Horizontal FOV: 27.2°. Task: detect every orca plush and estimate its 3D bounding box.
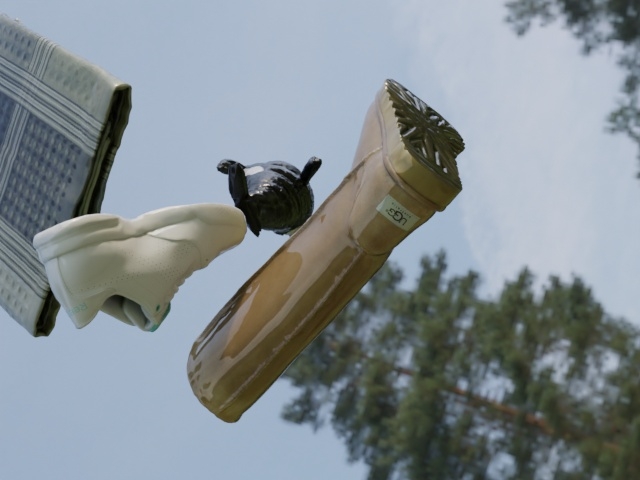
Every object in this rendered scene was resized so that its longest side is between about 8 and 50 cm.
[{"bbox_3d":[-0.051,-0.079,1.631,0.102,0.151,0.287,-46,-14,8],"label":"orca plush"}]

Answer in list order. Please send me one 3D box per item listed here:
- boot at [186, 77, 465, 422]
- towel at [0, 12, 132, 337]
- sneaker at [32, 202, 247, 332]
[{"bbox_3d":[0.000,0.000,1.125,0.269,0.089,0.236,-47,9,20],"label":"boot"},{"bbox_3d":[-0.337,-0.079,1.541,0.056,0.324,0.312,11,-75,-42],"label":"towel"},{"bbox_3d":[-0.134,0.025,1.060,0.212,0.080,0.094,-11,-101,-50],"label":"sneaker"}]
